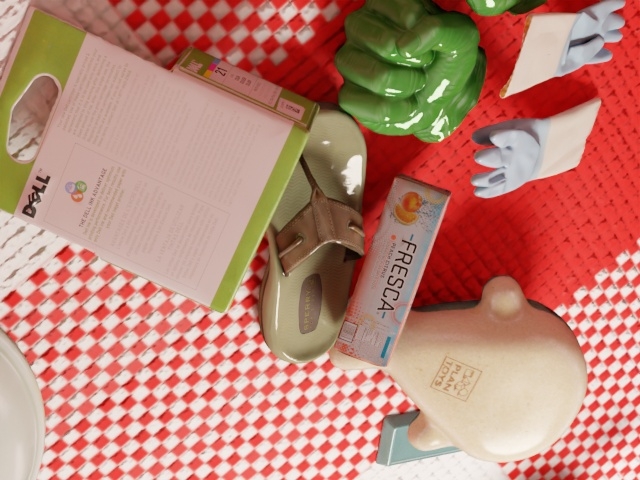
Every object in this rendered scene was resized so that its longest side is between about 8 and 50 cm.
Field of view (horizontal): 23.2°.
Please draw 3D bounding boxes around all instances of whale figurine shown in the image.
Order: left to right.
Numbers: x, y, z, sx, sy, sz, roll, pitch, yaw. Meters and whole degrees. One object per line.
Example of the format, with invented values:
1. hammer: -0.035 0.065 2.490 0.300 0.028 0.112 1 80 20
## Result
1. whale figurine: 0.145 0.120 1.649 0.272 0.141 0.216 20 110 -12

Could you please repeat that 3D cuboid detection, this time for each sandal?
1. sandal: 0.001 0.001 1.493 0.120 0.086 0.302 -16 127 -20

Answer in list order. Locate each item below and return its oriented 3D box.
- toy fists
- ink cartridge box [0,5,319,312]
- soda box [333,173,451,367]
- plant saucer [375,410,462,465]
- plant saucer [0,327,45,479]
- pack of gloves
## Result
1. toy fists: 0.121 -0.216 1.413 0.142 0.096 0.279 26 107 -38
2. ink cartridge box: -0.155 -0.080 1.356 0.255 0.097 0.188 25 110 -3
3. soda box: 0.071 0.029 1.531 0.058 0.063 0.183 21 98 5
4. plant saucer: 0.154 0.215 1.771 0.192 0.018 0.067 -7 123 -25
5. plant saucer: -0.429 0.228 1.390 0.400 0.100 0.400 -14 126 -20
6. pack of gloves: 0.213 -0.147 1.520 0.232 0.046 0.195 -20 132 -52
